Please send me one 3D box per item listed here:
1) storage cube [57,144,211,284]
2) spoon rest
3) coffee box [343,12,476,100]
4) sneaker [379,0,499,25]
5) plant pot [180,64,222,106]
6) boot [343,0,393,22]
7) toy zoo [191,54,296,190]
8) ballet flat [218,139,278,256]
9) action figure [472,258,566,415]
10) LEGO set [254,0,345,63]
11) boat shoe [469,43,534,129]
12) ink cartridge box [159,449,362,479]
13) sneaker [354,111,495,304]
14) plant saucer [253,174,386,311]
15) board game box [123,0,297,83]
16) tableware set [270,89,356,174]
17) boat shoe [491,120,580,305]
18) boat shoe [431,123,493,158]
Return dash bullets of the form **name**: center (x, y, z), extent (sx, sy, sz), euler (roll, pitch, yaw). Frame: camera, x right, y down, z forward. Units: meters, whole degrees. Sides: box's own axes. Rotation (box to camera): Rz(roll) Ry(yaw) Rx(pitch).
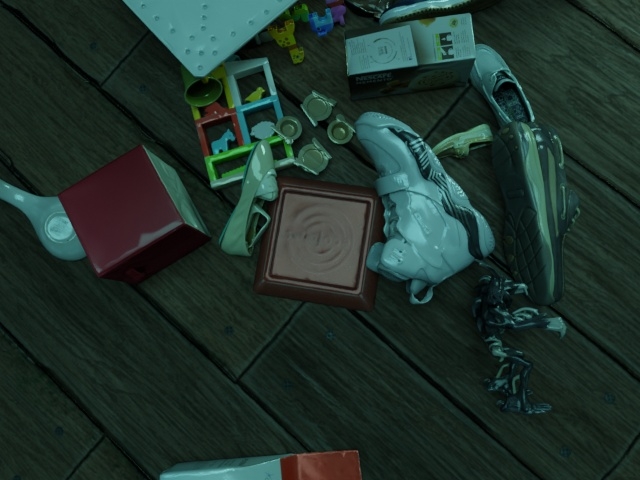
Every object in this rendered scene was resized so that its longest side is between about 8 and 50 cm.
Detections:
- **storage cube**: center (-0.365, -0.044, 1.111), extent (0.193, 0.184, 0.215), euler (-32, 79, 0)
- **spoon rest**: center (-0.609, -0.060, 1.204), extent (0.276, 0.084, 0.137), euler (30, 88, -4)
- **coffee box**: center (0.175, -0.368, 1.115), extent (0.246, 0.141, 0.098), euler (-6, 82, 5)
- **sneaker**: center (0.238, -0.540, 1.151), extent (0.282, 0.099, 0.153), euler (-19, 85, -3)
- **plant pot**: center (-0.261, -0.343, 1.167), extent (0.083, 0.083, 0.079), euler (-27, 68, 2)
- **boot**: center (0.119, -0.544, 1.198), extent (0.106, 0.037, 0.114), euler (24, 89, -4)
- **toy zoo**: center (-0.179, -0.275, 1.198), extent (0.192, 0.030, 0.294), euler (-17, 80, 4)
- **ballet flat**: center (-0.130, -0.078, 1.126), extent (0.086, 0.086, 0.249), euler (24, 104, 9)
- **action figure**: center (0.357, 0.165, 1.014), extent (0.140, 0.164, 0.276), euler (-10, 95, 0)
- **LEGO set**: center (-0.041, -0.446, 1.186), extent (0.227, 0.093, 0.087), euler (-13, 50, 9)
- **boat shoe**: center (0.370, -0.310, 1.115), extent (0.079, 0.081, 0.228), euler (-25, 81, 2)
- **ink cartridge box**: center (-0.102, 0.578, 1.045), extent (0.384, 0.091, 0.309), euler (-7, 82, 7)
- **sneaker**: center (0.148, -0.059, 1.046), extent (0.210, 0.137, 0.366), euler (-41, 93, -11)
- **plant saucer**: center (0.000, 0.000, 1.133), extent (0.258, 0.048, 0.259), euler (8, 84, 8)
- **board game box**: center (-0.226, -0.577, 1.134), extent (0.390, 0.050, 0.390), euler (-42, 83, -8)
- **tableware set**: center (-0.011, -0.231, 1.162), extent (0.141, 0.020, 0.168), euler (44, 76, 3)
- **boat shoe**: center (0.428, -0.055, 1.041), extent (0.130, 0.132, 0.356), euler (-11, 97, -12)
- **boat shoe**: center (0.290, -0.194, 1.124), extent (0.135, 0.050, 0.045), euler (-24, 75, 3)
